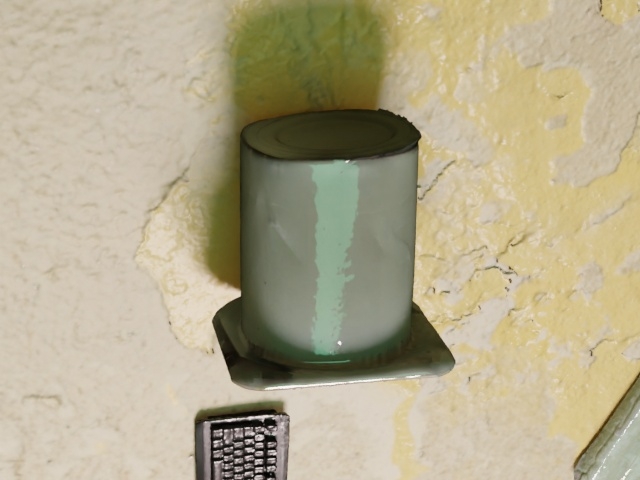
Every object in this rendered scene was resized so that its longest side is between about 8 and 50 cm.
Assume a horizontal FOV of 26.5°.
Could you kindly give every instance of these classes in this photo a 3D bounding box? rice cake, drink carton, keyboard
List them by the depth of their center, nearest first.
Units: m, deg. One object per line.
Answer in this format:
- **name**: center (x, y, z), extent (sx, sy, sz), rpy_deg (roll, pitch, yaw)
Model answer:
- **drink carton**: center (0.000, 0.000, 1.113), extent (0.186, 0.191, 0.189), rpy_deg (-7, 111, -8)
- **keyboard**: center (-0.074, 0.262, 1.325), extent (0.094, 0.025, 0.230), rpy_deg (-4, 120, -10)
- **rice cake**: center (0.353, 0.189, 1.391), extent (0.124, 0.038, 0.211), rpy_deg (25, 110, -26)
